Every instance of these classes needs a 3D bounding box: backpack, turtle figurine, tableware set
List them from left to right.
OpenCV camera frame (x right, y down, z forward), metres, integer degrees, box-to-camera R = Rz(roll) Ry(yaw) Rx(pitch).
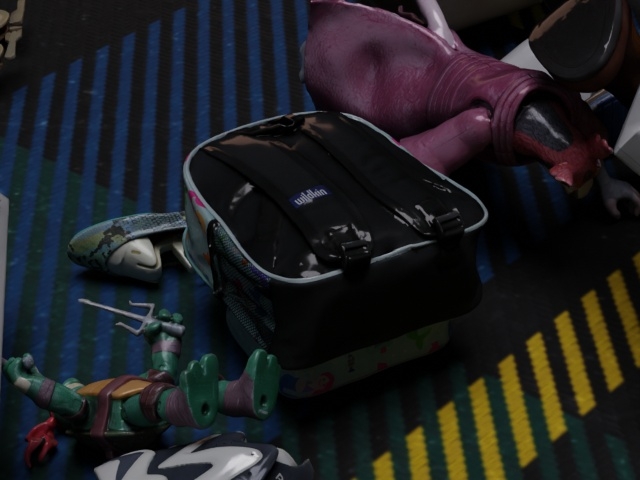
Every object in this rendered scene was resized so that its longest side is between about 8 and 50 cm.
[{"bbox_3d":[-0.397,-0.215,2.002,0.128,0.039,0.194,-15,28,3],"label":"tableware set"},{"bbox_3d":[-0.158,0.119,1.414,0.234,0.118,0.175,-1,18,36],"label":"turtle figurine"},{"bbox_3d":[0.000,0.000,1.512,0.225,0.191,0.253,-19,44,-26],"label":"backpack"}]

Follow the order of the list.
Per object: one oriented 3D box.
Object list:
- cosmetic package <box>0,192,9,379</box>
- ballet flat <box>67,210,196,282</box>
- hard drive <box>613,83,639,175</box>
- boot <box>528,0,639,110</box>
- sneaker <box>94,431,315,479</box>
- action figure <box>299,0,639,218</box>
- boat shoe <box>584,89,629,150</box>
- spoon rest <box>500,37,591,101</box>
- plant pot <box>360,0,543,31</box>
[{"bbox_3d":[-0.366,0.083,1.379,0.197,0.155,0.365,-42,31,20],"label":"cosmetic package"},{"bbox_3d":[-0.141,0.006,1.633,0.188,0.070,0.070,-13,35,-9],"label":"ballet flat"},{"bbox_3d":[0.416,-0.032,1.479,0.353,0.047,0.233,38,39,-5],"label":"hard drive"},{"bbox_3d":[0.301,-0.122,1.622,0.096,0.280,0.264,-36,20,11],"label":"boot"},{"bbox_3d":[-0.060,0.215,1.281,0.153,0.094,0.235,-23,28,-14],"label":"sneaker"},{"bbox_3d":[0.158,-0.139,1.659,0.248,0.276,0.370,-15,22,-28],"label":"action figure"},{"bbox_3d":[0.318,-0.141,1.822,0.183,0.066,0.066,-18,31,-38],"label":"boat shoe"},{"bbox_3d":[0.210,-0.186,1.894,0.276,0.084,0.137,3,32,-16],"label":"spoon rest"},{"bbox_3d":[0.169,-0.380,2.004,0.280,0.323,0.323,-34,42,-14],"label":"plant pot"}]
